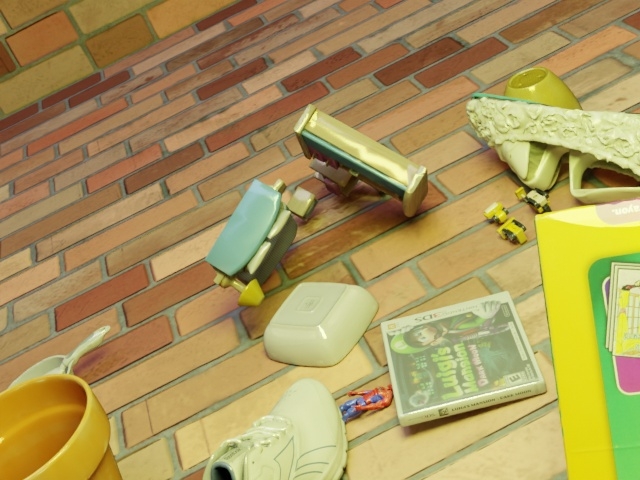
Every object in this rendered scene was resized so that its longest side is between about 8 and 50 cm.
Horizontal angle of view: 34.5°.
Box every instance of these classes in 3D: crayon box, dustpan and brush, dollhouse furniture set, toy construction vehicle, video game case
[{"bbox_3d":[0.388,0.108,0.879,0.363,0.106,0.313,-9,77,19],"label":"crayon box"},{"bbox_3d":[-0.399,0.206,1.568,0.211,0.060,0.147,-32,30,-12],"label":"dustpan and brush"},{"bbox_3d":[0.000,0.000,1.563,0.198,0.286,0.303,31,83,12],"label":"dollhouse furniture set"},{"bbox_3d":[0.284,-0.036,1.469,0.086,0.035,0.098,-41,29,-5],"label":"toy construction vehicle"},{"bbox_3d":[0.168,0.140,1.261,0.173,0.022,0.190,-15,31,5],"label":"video game case"}]

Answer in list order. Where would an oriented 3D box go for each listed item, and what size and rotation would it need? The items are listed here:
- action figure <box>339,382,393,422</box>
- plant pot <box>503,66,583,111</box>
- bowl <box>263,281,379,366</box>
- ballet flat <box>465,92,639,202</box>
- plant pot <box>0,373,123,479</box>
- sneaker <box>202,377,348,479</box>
[{"bbox_3d":[0.047,0.202,1.271,0.115,0.030,0.038,-24,26,-2],"label":"action figure"},{"bbox_3d":[0.343,-0.219,1.644,0.134,0.095,0.134,-19,30,12],"label":"plant pot"},{"bbox_3d":[-0.007,0.108,1.436,0.142,0.053,0.142,1,40,39],"label":"bowl"},{"bbox_3d":[0.353,-0.127,1.458,0.147,0.147,0.409,-42,35,-27],"label":"ballet flat"},{"bbox_3d":[-0.323,0.297,1.237,0.205,0.188,0.205,-19,30,11],"label":"plant pot"},{"bbox_3d":[-0.059,0.258,1.153,0.111,0.129,0.297,-8,35,30],"label":"sneaker"}]
